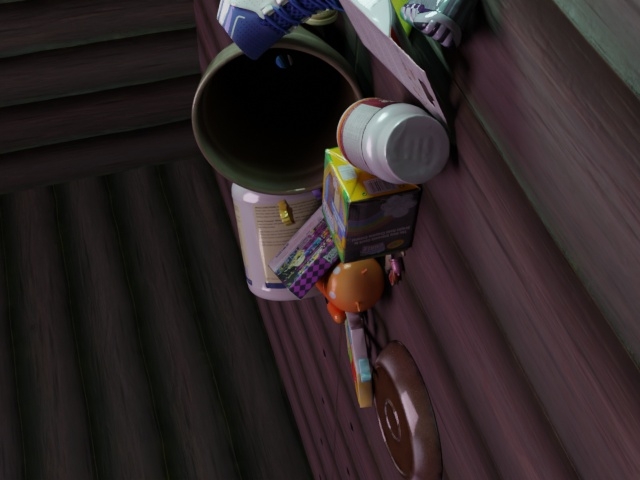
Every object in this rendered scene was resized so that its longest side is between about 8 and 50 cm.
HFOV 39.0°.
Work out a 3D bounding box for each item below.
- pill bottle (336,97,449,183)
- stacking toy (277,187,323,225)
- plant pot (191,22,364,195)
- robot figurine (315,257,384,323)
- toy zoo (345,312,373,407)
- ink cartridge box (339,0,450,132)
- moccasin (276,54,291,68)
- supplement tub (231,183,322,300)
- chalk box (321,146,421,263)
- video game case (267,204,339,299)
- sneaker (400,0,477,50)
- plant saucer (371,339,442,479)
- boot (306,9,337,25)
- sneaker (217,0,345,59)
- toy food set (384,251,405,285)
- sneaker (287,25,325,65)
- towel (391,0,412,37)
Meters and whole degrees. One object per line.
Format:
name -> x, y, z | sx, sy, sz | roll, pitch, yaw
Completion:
pill bottle -> 0.110, -0.152, 1.386 | 0.221, 0.121, 0.121 | -142, 41, -70
stacking toy -> -0.018, -0.146, 1.834 | 0.052, 0.167, 0.221 | 54, -162, -53
plant pot -> -0.072, -0.295, 1.766 | 0.280, 0.323, 0.323 | -89, -4, -53
robot figurine -> 0.056, 0.071, 1.844 | 0.128, 0.158, 0.219 | 53, 176, -19
toy zoo -> 0.080, 0.233, 1.991 | 0.293, 0.030, 0.192 | -101, 3, -67
ink cartridge box -> 0.116, -0.277, 1.286 | 0.224, 0.056, 0.181 | 49, -178, 28
moccasin -> -0.117, -0.497, 1.976 | 0.342, 0.117, 0.138 | 58, 167, -2
supplement tub -> -0.073, -0.050, 2.058 | 0.235, 0.235, 0.325 | -134, 34, -68
chalk box -> 0.082, -0.055, 1.586 | 0.213, 0.132, 0.132 | 95, 159, -51
video game case -> 0.000, 0.000, 1.848 | 0.042, 0.232, 0.210 | 43, 178, -19
sneaker -> 0.165, -0.305, 1.163 | 0.098, 0.083, 0.223 | -57, 12, 14
plant saucer -> 0.164, 0.358, 1.825 | 0.310, 0.050, 0.310 | 167, 90, -77
boot -> -0.023, -0.553, 1.686 | 0.203, 0.095, 0.262 | 101, 158, -58
sneaker -> -0.017, -0.407, 1.442 | 0.127, 0.315, 0.182 | 26, -157, -50
toy food set -> 0.135, 0.043, 1.707 | 0.122, 0.019, 0.078 | 93, 161, -51
sneaker -> -0.039, -0.470, 1.898 | 0.121, 0.079, 0.217 | -110, 18, -58
towel -> 0.129, -0.396, 1.297 | 0.237, 0.021, 0.102 | 107, 149, -67
